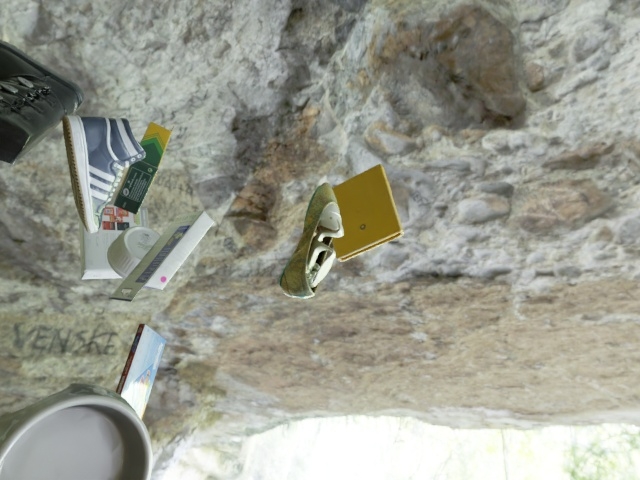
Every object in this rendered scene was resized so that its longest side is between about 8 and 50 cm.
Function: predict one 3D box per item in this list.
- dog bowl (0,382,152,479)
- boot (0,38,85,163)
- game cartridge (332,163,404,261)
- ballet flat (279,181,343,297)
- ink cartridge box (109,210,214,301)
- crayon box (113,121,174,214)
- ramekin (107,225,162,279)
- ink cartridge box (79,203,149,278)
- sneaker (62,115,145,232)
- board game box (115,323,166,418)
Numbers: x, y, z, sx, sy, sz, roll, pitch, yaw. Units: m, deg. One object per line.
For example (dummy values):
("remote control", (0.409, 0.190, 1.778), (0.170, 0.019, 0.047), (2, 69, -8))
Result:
("dog bowl", (-0.509, 0.472, 0.922), (0.102, 0.349, 0.348), (-13, -40, 45))
("boot", (-0.868, -0.383, 1.177), (0.366, 0.445, 0.146), (19, -61, -18))
("game cartridge", (0.161, -0.112, 1.809), (0.285, 0.324, 0.052), (-24, -32, 23))
("ballet flat", (0.000, 0.000, 1.250), (0.123, 0.349, 0.123), (19, -20, 7))
("ink cartridge box", (-0.507, 0.058, 1.461), (0.175, 0.371, 0.069), (-4, -46, 45))
("crayon box", (-0.600, -0.264, 1.553), (0.083, 0.323, 0.203), (24, -59, -23))
("ramekin", (-0.668, 0.043, 1.685), (0.207, 0.207, 0.109), (28, -52, -24))
("ink cartridge box", (-0.907, 0.004, 2.008), (0.271, 0.310, 0.130), (2, -23, -34))
("sneaker", (-0.489, -0.151, 1.049), (0.153, 0.099, 0.283), (-16, -50, -35))
("board game box", (-0.604, 0.439, 1.521), (0.027, 0.282, 0.145), (-4, -36, 16))
